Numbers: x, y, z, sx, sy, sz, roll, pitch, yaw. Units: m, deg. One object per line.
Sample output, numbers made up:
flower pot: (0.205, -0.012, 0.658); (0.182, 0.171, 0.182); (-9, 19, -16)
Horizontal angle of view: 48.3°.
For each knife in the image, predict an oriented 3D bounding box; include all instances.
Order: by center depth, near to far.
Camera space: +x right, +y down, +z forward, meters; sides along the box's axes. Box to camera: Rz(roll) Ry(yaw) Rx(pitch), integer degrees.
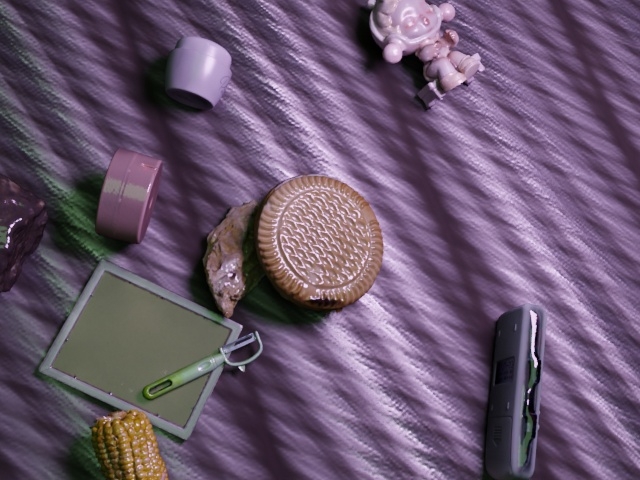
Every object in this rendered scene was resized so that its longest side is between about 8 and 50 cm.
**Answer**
knife: (-0.191, 0.217, 1.183); (0.212, 0.015, 0.054); (-23, 88, -16)

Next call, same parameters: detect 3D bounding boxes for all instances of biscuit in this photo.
biscuit: (0.000, 0.000, 1.242); (0.259, 0.079, 0.259); (7, 72, -24)

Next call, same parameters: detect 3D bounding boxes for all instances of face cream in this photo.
face cream: (-0.221, -0.301, 1.287); (0.117, 0.117, 0.104); (16, 81, -6)

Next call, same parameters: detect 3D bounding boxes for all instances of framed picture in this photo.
framed picture: (-0.295, 0.179, 1.191); (0.274, 0.017, 0.217); (28, 71, -2)

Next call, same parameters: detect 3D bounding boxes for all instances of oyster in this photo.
oyster: (-0.142, 0.017, 1.238); (0.133, 0.072, 0.209); (41, 70, -1)

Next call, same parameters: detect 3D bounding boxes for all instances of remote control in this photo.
remote control: (0.335, 0.262, 1.223); (0.056, 0.140, 0.296); (11, 72, -4)

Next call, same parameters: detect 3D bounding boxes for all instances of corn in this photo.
corn: (-0.274, 0.402, 1.090); (0.101, 0.101, 0.291); (-15, 77, -14)

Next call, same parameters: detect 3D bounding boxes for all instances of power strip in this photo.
power strip: (-0.319, -0.071, 1.188); (0.078, 0.154, 0.154); (15, 72, -9)

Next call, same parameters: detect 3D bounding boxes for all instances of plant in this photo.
plant: (-0.585, -0.039, 1.112); (0.276, 0.199, 0.188); (20, 66, -9)

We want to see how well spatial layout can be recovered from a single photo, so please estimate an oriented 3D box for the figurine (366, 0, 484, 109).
figurine: (0.196, -0.395, 1.391); (0.182, 0.144, 0.256); (-37, 86, 3)
